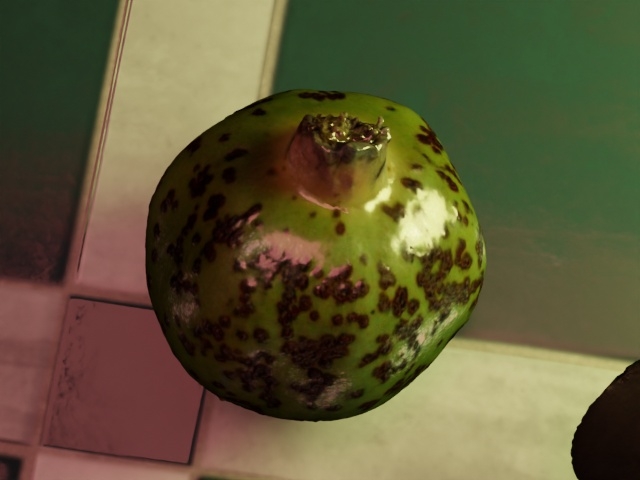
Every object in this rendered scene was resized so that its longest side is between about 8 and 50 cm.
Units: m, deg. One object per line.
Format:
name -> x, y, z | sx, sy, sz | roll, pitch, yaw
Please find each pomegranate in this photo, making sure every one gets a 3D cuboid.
pomegranate -> 0.000, 0.000, 1.071 | 0.254, 0.270, 0.254 | 7, 51, -9

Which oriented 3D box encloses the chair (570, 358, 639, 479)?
chair -> 0.306, 0.268, 0.916 | 0.226, 0.226, 0.401 | -7, 45, 1
